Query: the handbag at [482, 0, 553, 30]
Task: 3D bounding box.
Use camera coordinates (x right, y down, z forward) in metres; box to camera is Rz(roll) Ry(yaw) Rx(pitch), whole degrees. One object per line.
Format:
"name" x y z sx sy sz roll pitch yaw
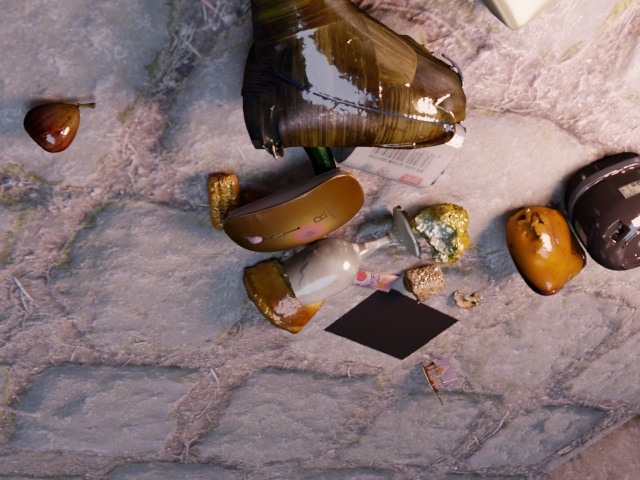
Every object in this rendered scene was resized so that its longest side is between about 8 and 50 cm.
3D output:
"handbag" 0.344 -0.500 1.122 0.219 0.079 0.256 -41 135 13

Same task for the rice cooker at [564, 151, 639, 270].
"rice cooker" 0.737 -0.066 1.632 0.267 0.224 0.267 -9 138 -8

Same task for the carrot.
"carrot" -0.080 -0.059 1.526 0.248 0.043 0.043 28 124 -37

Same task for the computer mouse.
"computer mouse" -0.056 -0.053 1.443 0.310 0.072 0.158 -21 144 11

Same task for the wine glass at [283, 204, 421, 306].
"wine glass" 0.072 0.041 1.586 0.321 0.143 0.143 -23 141 -3

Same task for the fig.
"fig" -0.461 -0.217 1.203 0.125 0.089 0.089 -42 141 -11

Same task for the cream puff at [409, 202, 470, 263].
"cream puff" 0.299 -0.025 1.614 0.156 0.156 0.121 -49 166 34

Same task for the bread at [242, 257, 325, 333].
"bread" -0.082 0.158 1.708 0.129 0.134 0.260 -35 137 21

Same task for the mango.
"mango" 0.573 0.026 1.723 0.152 0.201 0.287 -14 134 31

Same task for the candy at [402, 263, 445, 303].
"candy" 0.280 0.113 1.812 0.110 0.085 0.095 -25 150 5

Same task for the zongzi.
"zongzi" 0.071 -0.343 1.107 0.403 0.208 0.432 1 134 -5

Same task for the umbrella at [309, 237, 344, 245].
"umbrella" -0.001 0.003 1.646 0.122 0.013 0.022 3 116 -19

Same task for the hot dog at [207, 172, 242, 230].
"hot dog" -0.205 -0.083 1.453 0.071 0.045 0.165 -6 141 -7

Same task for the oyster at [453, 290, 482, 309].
"oyster" 0.424 0.165 1.971 0.080 0.038 0.083 -40 110 -8

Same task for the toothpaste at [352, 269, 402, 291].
"toothpaste" 0.129 0.104 1.788 0.194 0.043 0.067 12 130 -37

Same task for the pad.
"pad" 0.220 0.254 2.018 0.367 0.007 0.247 26 126 -38

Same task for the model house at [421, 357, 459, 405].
"model house" 0.408 0.461 2.239 0.088 0.117 0.167 -26 136 7

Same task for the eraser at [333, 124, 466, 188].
"eraser" 0.166 -0.203 1.404 0.227 0.081 0.174 14 128 -30

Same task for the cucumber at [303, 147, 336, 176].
"cucumber" 0.000 -0.169 1.411 0.056 0.056 0.284 -20 142 6
